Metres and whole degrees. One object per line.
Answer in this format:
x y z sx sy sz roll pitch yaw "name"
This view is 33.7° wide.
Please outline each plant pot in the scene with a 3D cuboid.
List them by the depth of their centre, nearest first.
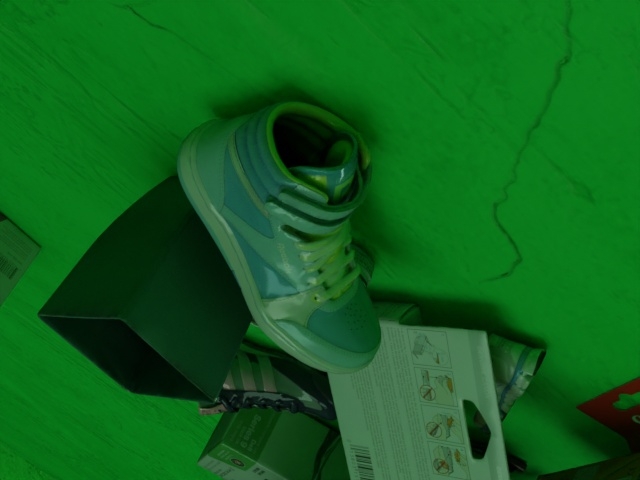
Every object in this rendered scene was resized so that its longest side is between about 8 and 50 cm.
-0.172 0.041 1.236 0.165 0.234 0.166 -2 141 43 "plant pot"

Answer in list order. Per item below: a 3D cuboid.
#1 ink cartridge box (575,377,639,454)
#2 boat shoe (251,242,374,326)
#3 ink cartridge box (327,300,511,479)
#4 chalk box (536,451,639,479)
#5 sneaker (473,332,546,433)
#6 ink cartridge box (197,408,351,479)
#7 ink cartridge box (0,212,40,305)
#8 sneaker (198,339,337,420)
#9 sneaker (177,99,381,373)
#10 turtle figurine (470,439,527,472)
0.434 0.254 1.242 0.232 0.066 0.189 27 153 -6 "ink cartridge box"
-0.062 0.060 1.318 0.109 0.094 0.302 43 149 -25 "boat shoe"
0.128 0.210 1.310 0.238 0.060 0.275 1 113 34 "ink cartridge box"
0.373 0.430 1.267 0.179 0.180 0.289 -27 100 42 "chalk box"
0.210 0.168 1.296 0.083 0.071 0.191 29 145 11 "sneaker"
-0.044 0.388 1.824 0.289 0.122 0.211 30 153 -5 "ink cartridge box"
-0.564 0.052 1.627 0.092 0.218 0.158 -4 139 45 "ink cartridge box"
-0.116 0.228 1.611 0.319 0.131 0.112 20 151 15 "sneaker"
0.000 0.000 1.075 0.208 0.127 0.319 -18 113 52 "sneaker"
0.154 0.357 1.476 0.274 0.198 0.266 -24 113 7 "turtle figurine"
